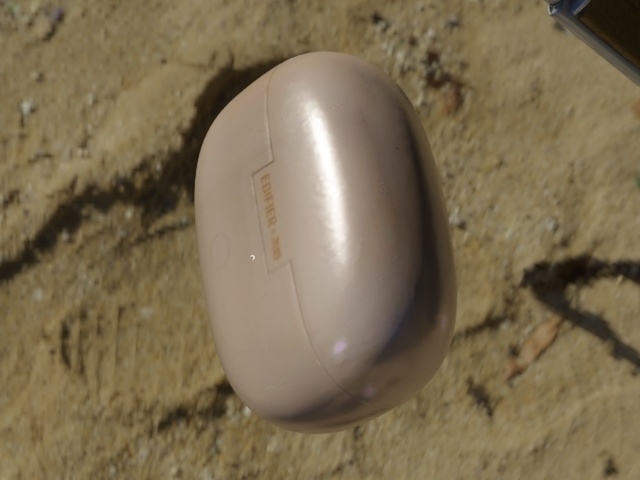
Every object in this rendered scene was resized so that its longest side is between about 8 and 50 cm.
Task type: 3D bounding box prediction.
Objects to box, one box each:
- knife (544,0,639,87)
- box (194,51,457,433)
[{"bbox_3d":[0.119,-0.113,0.711,0.256,0.022,0.046,30,74,-35],"label":"knife"},{"bbox_3d":[0.000,0.000,0.841,0.088,0.146,0.200,14,56,-43],"label":"box"}]
